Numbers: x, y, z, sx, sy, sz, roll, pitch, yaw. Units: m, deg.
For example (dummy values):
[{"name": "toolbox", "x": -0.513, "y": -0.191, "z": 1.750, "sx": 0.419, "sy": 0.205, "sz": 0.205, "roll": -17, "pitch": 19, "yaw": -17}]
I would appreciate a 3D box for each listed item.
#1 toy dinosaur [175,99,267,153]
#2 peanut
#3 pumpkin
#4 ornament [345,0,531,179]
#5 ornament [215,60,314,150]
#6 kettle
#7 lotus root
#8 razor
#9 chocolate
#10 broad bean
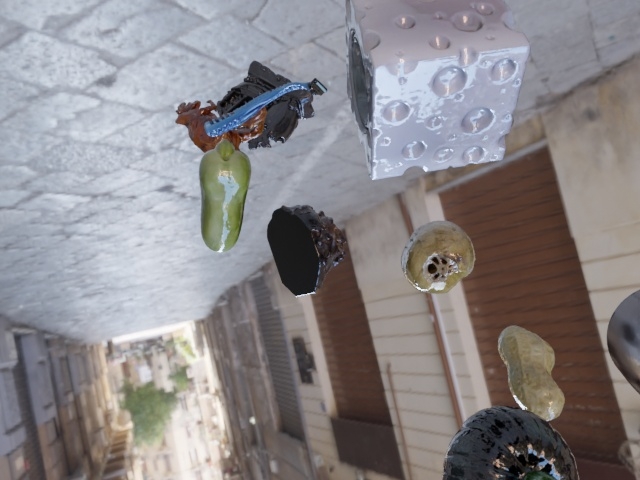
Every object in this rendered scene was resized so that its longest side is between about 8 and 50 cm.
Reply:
[{"name": "toy dinosaur", "x": -0.203, "y": -0.227, "z": 1.431, "sx": 0.208, "sy": 0.432, "sz": 0.097, "roll": -32, "pitch": 141, "yaw": -1}, {"name": "peanut", "x": 0.504, "y": 0.312, "z": 1.516, "sx": 0.125, "sy": 0.111, "sz": 0.275, "roll": -16, "pitch": -141, "yaw": 11}, {"name": "pumpkin", "x": 0.340, "y": 0.406, "z": 1.077, "sx": 0.247, "sy": 0.248, "sz": 0.248, "roll": -13, "pitch": 175, "yaw": -1}, {"name": "ornament", "x": 0.175, "y": -0.282, "z": 1.065, "sx": 0.239, "sy": 0.240, "sz": 0.239, "roll": -9, "pitch": 143, "yaw": -3}, {"name": "ornament", "x": -0.172, "y": -0.334, "z": 1.679, "sx": 0.260, "sy": 0.251, "sz": 0.106, "roll": -45, "pitch": 156, "yaw": -28}, {"name": "kettle", "x": 0.439, "y": 0.123, "z": 0.717, "sx": 0.202, "sy": 0.144, "sz": 0.232, "roll": -40, "pitch": 174, "yaw": 14}, {"name": "lotus root", "x": 0.270, "y": 0.030, "z": 1.498, "sx": 0.169, "sy": 0.151, "sz": 0.343, "roll": -41, "pitch": -178, "yaw": 10}, {"name": "razor", "x": -0.113, "y": -0.262, "z": 1.242, "sx": 0.253, "sy": 0.042, "sz": 0.082, "roll": -21, "pitch": 174, "yaw": 15}, {"name": "chocolate", "x": 0.000, "y": 0.000, "z": 1.591, "sx": 0.177, "sy": 0.224, "sz": 0.206, "roll": -20, "pitch": -179, "yaw": -34}, {"name": "broad bean", "x": -0.156, "y": -0.072, "z": 1.004, "sx": 0.082, "sy": 0.175, "sz": 0.124, "roll": 10, "pitch": -145, "yaw": -10}]
